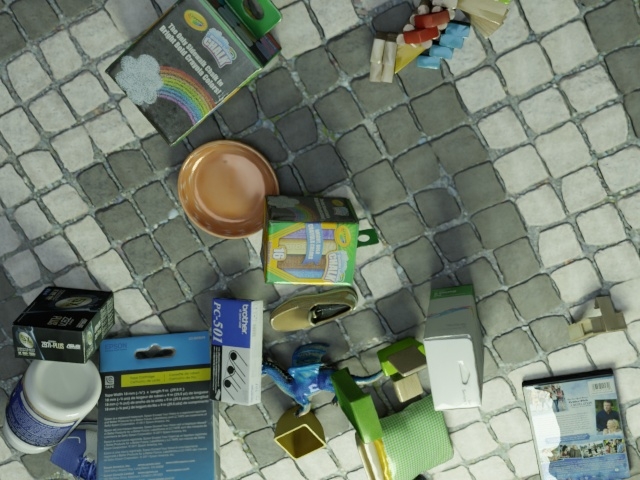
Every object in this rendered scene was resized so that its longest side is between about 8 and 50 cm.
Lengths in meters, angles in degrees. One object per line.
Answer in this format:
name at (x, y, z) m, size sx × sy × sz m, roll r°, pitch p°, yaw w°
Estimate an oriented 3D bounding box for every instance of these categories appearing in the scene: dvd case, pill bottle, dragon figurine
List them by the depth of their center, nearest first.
dragon figurine at (-0.015, 0.265, 1.948) m, size 0.289 × 0.085 × 0.144 m, roll -18°, pitch 109°, yaw 17°
dvd case at (0.519, 0.384, 1.949) m, size 0.180 × 0.022 × 0.253 m, roll -10°, pitch 111°, yaw 14°
pill bottle at (-0.564, 0.340, 1.990) m, size 0.153 × 0.153 × 0.264 m, roll 37°, pitch 137°, yaw -7°

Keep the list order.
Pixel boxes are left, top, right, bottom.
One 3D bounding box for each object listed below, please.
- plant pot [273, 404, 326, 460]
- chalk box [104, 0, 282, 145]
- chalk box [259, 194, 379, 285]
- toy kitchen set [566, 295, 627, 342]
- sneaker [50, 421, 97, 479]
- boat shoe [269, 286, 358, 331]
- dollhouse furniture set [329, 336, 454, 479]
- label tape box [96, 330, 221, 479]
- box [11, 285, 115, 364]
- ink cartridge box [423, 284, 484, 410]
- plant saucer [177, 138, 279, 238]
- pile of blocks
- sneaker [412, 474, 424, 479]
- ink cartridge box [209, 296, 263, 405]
plant pot at (-0.042, 0.390, 2.001) m, size 0.081 × 0.083 × 0.081 m, roll -29°, pitch 121°, yaw 19°
chalk box at (-0.195, -0.336, 1.680) m, size 0.289 × 0.179 × 0.180 m, roll -37°, pitch 102°, yaw 19°
chalk box at (0.000, 0.000, 1.798) m, size 0.213 × 0.132 × 0.132 m, roll 3°, pitch 113°, yaw -8°
toy kitchen set at (0.528, 0.151, 1.852) m, size 0.083 × 0.075 × 0.068 m, roll -5°, pitch 73°, yaw -23°
sneaker at (-0.435, 0.517, 2.065) m, size 0.316 × 0.182 × 0.127 m, roll 22°, pitch 112°, yaw -1°
boat shoe at (-0.019, 0.143, 1.905) m, size 0.190 × 0.072 × 0.068 m, roll -22°, pitch 107°, yaw 17°
dollhouse furniture set at (0.168, 0.375, 1.891) m, size 0.198 × 0.151 × 0.301 m, roll -22°, pitch 110°, yaw -10°
label tape box at (-0.331, 0.368, 1.983) m, size 0.241 × 0.106 × 0.333 m, roll -4°, pitch 68°, yaw 2°
box at (-0.513, 0.168, 1.933) m, size 0.147 × 0.180 × 0.077 m, roll 5°, pitch 113°, yaw 7°
ink cartridge box at (0.254, 0.199, 1.810) m, size 0.093 × 0.212 × 0.154 m, roll -7°, pitch 111°, yaw 12°
plant saucer at (-0.175, -0.101, 1.848) m, size 0.200 × 0.037 × 0.199 m, roll 3°, pitch 112°, yaw 8°
pile of blocks at (0.225, -0.378, 1.631) m, size 0.149 × 0.112 × 0.362 m, roll 43°, pitch 112°, yaw -9°
sneaker at (0.202, 0.565, 2.044) m, size 0.221 × 0.083 × 0.087 m, roll 42°, pitch 120°, yaw -5°
ink cartridge box at (-0.169, 0.220, 1.923) m, size 0.097 × 0.046 × 0.207 m, roll 2°, pitch 91°, yaw 29°
